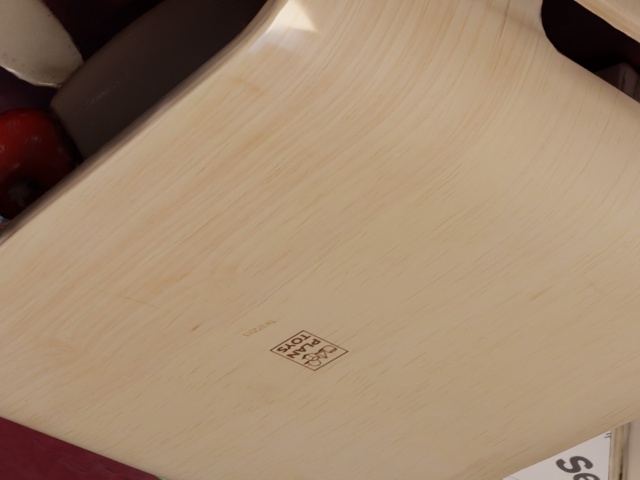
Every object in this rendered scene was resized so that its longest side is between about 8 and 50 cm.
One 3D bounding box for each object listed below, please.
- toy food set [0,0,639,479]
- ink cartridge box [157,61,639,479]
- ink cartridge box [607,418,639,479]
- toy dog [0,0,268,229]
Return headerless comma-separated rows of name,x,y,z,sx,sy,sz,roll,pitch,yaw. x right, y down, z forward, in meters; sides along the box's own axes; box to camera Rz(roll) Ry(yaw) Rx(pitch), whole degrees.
toy food set,0.000,0.000,0.599,0.219,0.092,0.306,26,141,-29
ink cartridge box,0.071,0.060,0.824,0.289,0.121,0.211,-19,135,36
ink cartridge box,0.276,0.132,0.665,0.226,0.131,0.306,-16,135,29
toy dog,-0.185,-0.032,0.730,0.333,0.161,0.220,-2,120,-16
